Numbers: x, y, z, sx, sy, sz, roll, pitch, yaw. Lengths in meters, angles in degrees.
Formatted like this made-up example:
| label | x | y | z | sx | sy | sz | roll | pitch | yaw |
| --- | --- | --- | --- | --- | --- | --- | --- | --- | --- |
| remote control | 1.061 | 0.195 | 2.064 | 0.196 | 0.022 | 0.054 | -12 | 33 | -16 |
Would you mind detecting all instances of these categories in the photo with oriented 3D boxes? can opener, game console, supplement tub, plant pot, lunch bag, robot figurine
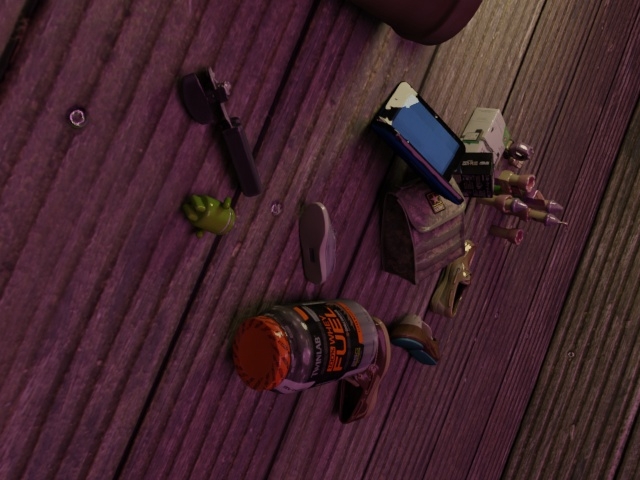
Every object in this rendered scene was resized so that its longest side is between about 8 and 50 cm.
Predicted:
| label | x | y | z | sx | sy | sz | roll | pitch | yaw |
| --- | --- | --- | --- | --- | --- | --- | --- | --- | --- |
| can opener | -0.192 | -0.214 | 1.074 | 0.093 | 0.074 | 0.281 | -21 | 124 | -1 |
| game console | 0.295 | -0.268 | 1.424 | 0.293 | 0.250 | 0.173 | 40 | 97 | -18 |
| supplement tub | -0.033 | 0.254 | 1.299 | 0.337 | 0.207 | 0.207 | 0 | 104 | -48 |
| plant pot | 0.169 | -0.616 | 1.164 | 0.280 | 0.323 | 0.324 | -3 | 107 | -30 |
| lunch bag | 0.308 | -0.054 | 1.585 | 0.235 | 0.168 | 0.287 | -26 | 121 | -32 |
| robot figurine | -0.223 | -0.052 | 1.085 | 0.101 | 0.067 | 0.115 | -47 | 141 | 14 |

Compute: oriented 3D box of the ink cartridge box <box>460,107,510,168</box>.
| label | x | y | z | sx | sy | sz | roll | pitch | yaw |
| --- | --- | --- | --- | --- | --- | --- | --- | --- | --- |
| ink cartridge box | 0.548 | -0.316 | 1.816 | 0.160 | 0.092 | 0.220 | 42 | 72 | -46 |

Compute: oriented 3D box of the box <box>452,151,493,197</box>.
| label | x | y | z | sx | sy | sz | roll | pitch | yaw |
| --- | --- | --- | --- | --- | --- | --- | --- | --- | --- |
| box | 0.475 | -0.207 | 1.693 | 0.180 | 0.147 | 0.078 | 46 | 51 | -62 |

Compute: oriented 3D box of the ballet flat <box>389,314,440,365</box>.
| label | x | y | z | sx | sy | sz | roll | pitch | yaw |
| --- | --- | --- | --- | --- | --- | --- | --- | --- | --- |
| ballet flat | 0.328 | 0.327 | 1.810 | 0.342 | 0.116 | 0.124 | 38 | 55 | -48 |

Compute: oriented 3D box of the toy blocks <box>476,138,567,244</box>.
| label | x | y | z | sx | sy | sz | roll | pitch | yaw |
| --- | --- | --- | --- | --- | --- | --- | --- | --- | --- |
| toy blocks | 0.797 | -0.170 | 2.016 | 0.309 | 0.260 | 0.289 | -57 | 136 | -16 |

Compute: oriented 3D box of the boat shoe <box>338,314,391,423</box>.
| label | x | y | z | sx | sy | sz | roll | pitch | yaw |
| --- | --- | --- | --- | --- | --- | --- | --- | --- | --- |
| boat shoe | 0.115 | 0.393 | 1.584 | 0.123 | 0.123 | 0.342 | -8 | 116 | -47 |

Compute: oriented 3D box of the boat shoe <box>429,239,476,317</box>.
| label | x | y | z | sx | sy | sz | roll | pitch | yaw |
| --- | --- | --- | --- | --- | --- | --- | --- | --- | --- |
| boat shoe | 0.506 | 0.141 | 1.931 | 0.109 | 0.098 | 0.302 | 44 | 71 | -46 |

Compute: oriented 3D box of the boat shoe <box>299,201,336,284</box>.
| label | x | y | z | sx | sy | sz | roll | pitch | yaw |
| --- | --- | --- | --- | --- | --- | --- | --- | --- | --- |
| boat shoe | 0.001 | 0.001 | 1.353 | 0.081 | 0.079 | 0.228 | -33 | 132 | -47 |
